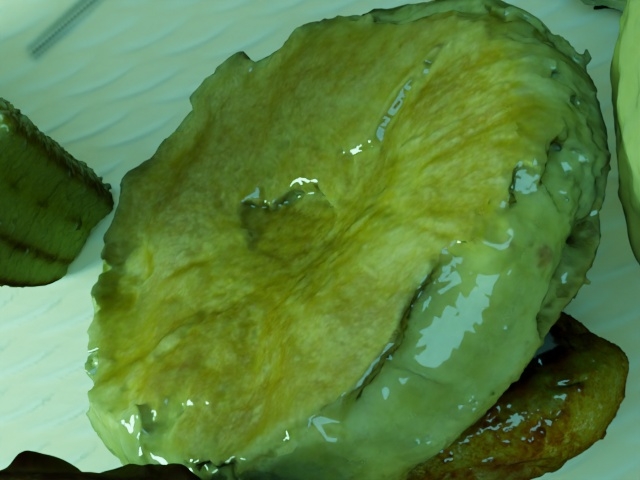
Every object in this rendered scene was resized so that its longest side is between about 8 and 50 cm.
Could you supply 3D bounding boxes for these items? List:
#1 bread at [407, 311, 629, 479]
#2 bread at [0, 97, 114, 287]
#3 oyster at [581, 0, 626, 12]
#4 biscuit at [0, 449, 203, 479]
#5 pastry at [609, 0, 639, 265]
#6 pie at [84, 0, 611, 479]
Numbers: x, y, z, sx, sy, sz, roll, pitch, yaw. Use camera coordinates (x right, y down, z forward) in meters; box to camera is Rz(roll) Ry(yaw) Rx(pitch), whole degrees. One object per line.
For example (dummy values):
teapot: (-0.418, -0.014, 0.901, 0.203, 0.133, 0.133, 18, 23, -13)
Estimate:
bread: (0.045, 0.109, 0.846, 0.269, 0.139, 0.095, -25, 108, 7)
bread: (-0.239, -0.051, 0.858, 0.184, 0.234, 0.110, 31, 86, 10)
oyster: (0.191, -0.196, 0.889, 0.133, 0.072, 0.209, -41, 77, 0)
biscuit: (-0.093, 0.209, 0.766, 0.332, 0.332, 0.103, 1, 58, 9)
pastry: (0.331, -0.045, 0.725, 0.388, 0.312, 0.388, 1, 77, -4)
pie: (0.000, 0.000, 0.810, 0.339, 0.083, 0.339, -22, 46, 25)
